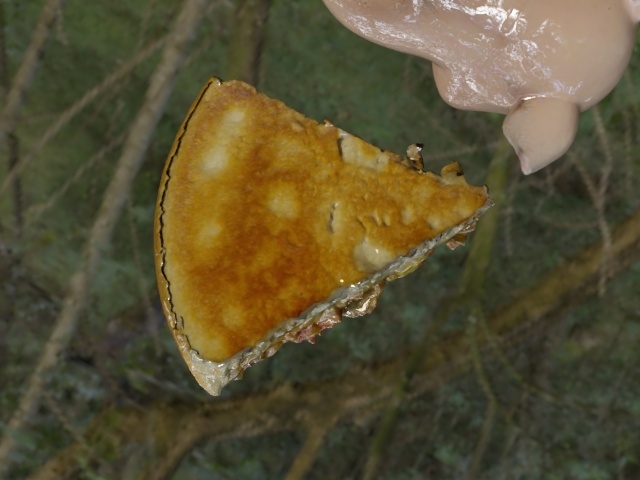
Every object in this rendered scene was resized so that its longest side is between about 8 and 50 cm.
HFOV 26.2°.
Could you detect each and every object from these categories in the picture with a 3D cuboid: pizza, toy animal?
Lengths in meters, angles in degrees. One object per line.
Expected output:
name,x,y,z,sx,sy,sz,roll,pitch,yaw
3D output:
pizza,0.000,0.000,0.779,0.193,0.201,0.053,4,150,7
toy animal,0.105,-0.177,0.938,0.250,0.166,0.154,34,-160,19
